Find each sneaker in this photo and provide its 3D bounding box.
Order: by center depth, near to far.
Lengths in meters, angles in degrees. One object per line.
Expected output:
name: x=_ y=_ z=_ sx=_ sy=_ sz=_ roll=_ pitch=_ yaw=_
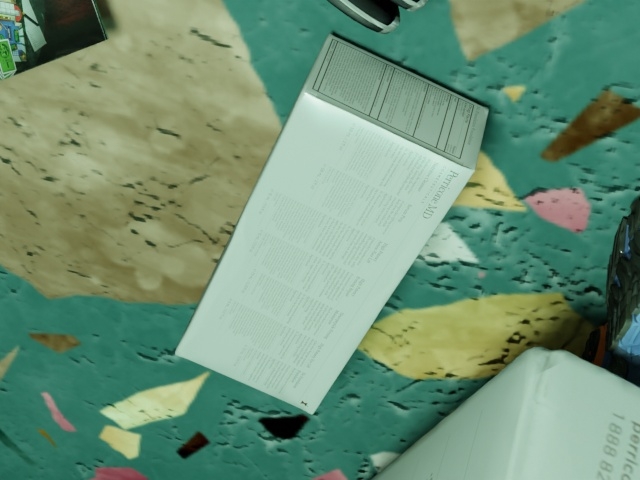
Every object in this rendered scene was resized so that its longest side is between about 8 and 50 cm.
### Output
sneaker: x=0.203 y=0.048 z=0.718 sx=0.087 sy=0.083 sz=0.221 roll=5 pitch=143 yaw=4

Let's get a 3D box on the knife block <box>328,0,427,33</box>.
knife block: x=-0.054 y=-0.204 z=0.533 sx=0.275 sy=0.088 sz=0.242 roll=5 pitch=135 yaw=6

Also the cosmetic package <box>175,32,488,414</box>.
cosmetic package: x=0.000 y=0.000 z=0.740 sx=0.099 sy=0.060 sz=0.239 roll=26 pitch=135 yaw=-4

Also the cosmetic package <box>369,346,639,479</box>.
cosmetic package: x=0.147 y=0.327 z=0.759 sx=0.327 sy=0.329 sz=0.394 roll=25 pitch=149 yaw=-6

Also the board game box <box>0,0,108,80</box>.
board game box: x=-0.202 y=-0.186 z=0.604 sx=0.136 sy=0.030 sz=0.260 roll=-21 pitch=130 yaw=-9
